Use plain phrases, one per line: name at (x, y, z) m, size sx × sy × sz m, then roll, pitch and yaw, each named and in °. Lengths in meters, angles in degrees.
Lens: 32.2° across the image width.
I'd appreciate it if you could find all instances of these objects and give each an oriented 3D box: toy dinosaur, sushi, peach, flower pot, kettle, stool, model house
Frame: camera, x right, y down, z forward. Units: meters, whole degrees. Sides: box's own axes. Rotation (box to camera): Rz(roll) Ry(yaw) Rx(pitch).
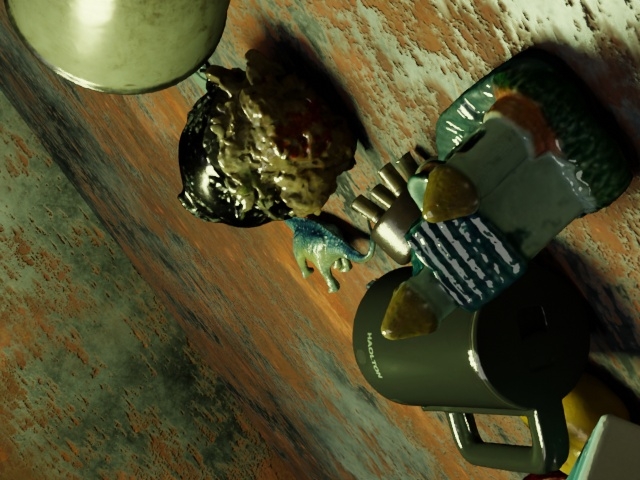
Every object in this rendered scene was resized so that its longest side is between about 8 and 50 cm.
toy dinosaur at (0.002, 0.008, 1.861) m, size 0.363 × 0.076 × 0.147 m, roll 27°, pitch 145°, yaw 56°
sushi at (-0.077, -0.130, 1.561) m, size 0.238 × 0.225 × 0.218 m, roll 22°, pitch 168°, yaw -33°
peach at (0.349, 0.249, 1.513) m, size 0.179 × 0.103 × 0.179 m, roll 37°, pitch 157°, yaw 19°
flower pot at (-0.223, -0.369, 1.313) m, size 0.293 × 0.293 × 0.330 m, roll 48°, pitch 156°, yaw 2°
kettle at (0.191, 0.158, 1.467) m, size 0.203 × 0.262 × 0.308 m, roll 18°, pitch 170°, yaw -22°
stool at (0.125, -0.051, 1.402) m, size 0.121 × 0.125 × 0.217 m, roll 48°, pitch 152°, yaw 6°
model house at (0.149, -0.020, 1.153) m, size 0.184 × 0.291 × 0.253 m, roll 46°, pitch 162°, yaw -6°

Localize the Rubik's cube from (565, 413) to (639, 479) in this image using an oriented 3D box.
Rubik's cube at (0.408, 0.444, 1.309) m, size 0.318 × 0.316 × 0.322 m, roll 21°, pitch 155°, yaw 12°

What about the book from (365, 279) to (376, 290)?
book at (0.180, 0.161, 1.788) m, size 0.191 × 0.025 × 0.269 m, roll 55°, pitch 168°, yaw -18°

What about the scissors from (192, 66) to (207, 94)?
scissors at (-0.187, -0.258, 1.828) m, size 0.447 × 0.029 × 0.192 m, roll 54°, pitch 161°, yaw -14°

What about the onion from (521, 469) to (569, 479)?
onion at (0.382, 0.454, 1.700) m, size 0.207 × 0.216 × 0.206 m, roll 44°, pitch -177°, yaw 26°
